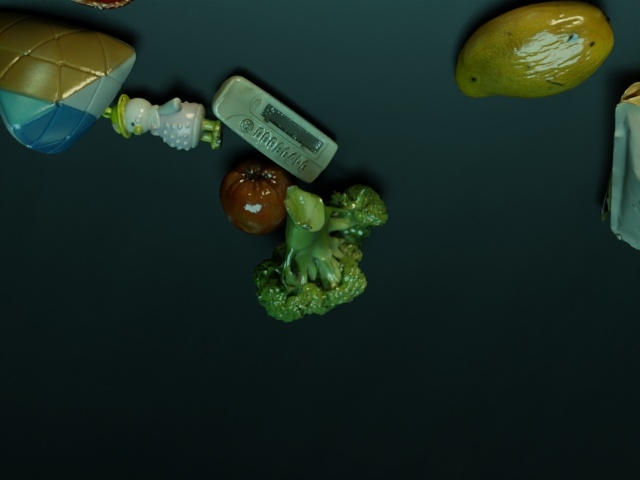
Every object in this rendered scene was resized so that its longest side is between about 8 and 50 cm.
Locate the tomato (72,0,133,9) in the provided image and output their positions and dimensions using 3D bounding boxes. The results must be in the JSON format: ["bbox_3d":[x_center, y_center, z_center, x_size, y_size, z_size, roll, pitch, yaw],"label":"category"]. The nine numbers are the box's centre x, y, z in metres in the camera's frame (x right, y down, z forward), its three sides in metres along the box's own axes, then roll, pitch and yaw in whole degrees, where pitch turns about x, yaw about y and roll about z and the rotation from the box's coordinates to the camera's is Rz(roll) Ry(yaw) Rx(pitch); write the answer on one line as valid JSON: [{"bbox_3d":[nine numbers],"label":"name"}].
[{"bbox_3d":[-0.337,-0.429,1.589,0.155,0.069,0.156,3,135,3],"label":"tomato"}]

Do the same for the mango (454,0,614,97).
[{"bbox_3d":[0.330,-0.290,1.661,0.262,0.109,0.157,-21,133,23],"label":"mango"}]

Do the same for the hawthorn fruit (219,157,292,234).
[{"bbox_3d":[-0.114,-0.071,1.874,0.132,0.133,0.138,-1,141,3],"label":"hawthorn fruit"}]

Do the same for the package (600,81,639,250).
[{"bbox_3d":[0.577,-0.132,1.793,0.165,0.221,0.311,27,146,34],"label":"package"}]

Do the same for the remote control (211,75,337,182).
[{"bbox_3d":[-0.080,-0.192,1.807,0.230,0.049,0.090,35,96,-25],"label":"remote control"}]

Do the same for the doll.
[{"bbox_3d":[-0.266,-0.202,1.790,0.207,0.081,0.129,10,150,-5],"label":"doll"}]

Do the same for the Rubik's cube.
[{"bbox_3d":[-0.405,-0.244,1.726,0.254,0.254,0.254,1,133,1],"label":"Rubik's cube"}]

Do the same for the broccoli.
[{"bbox_3d":[0.023,0.012,1.871,0.186,0.254,0.302,52,144,10],"label":"broccoli"}]
